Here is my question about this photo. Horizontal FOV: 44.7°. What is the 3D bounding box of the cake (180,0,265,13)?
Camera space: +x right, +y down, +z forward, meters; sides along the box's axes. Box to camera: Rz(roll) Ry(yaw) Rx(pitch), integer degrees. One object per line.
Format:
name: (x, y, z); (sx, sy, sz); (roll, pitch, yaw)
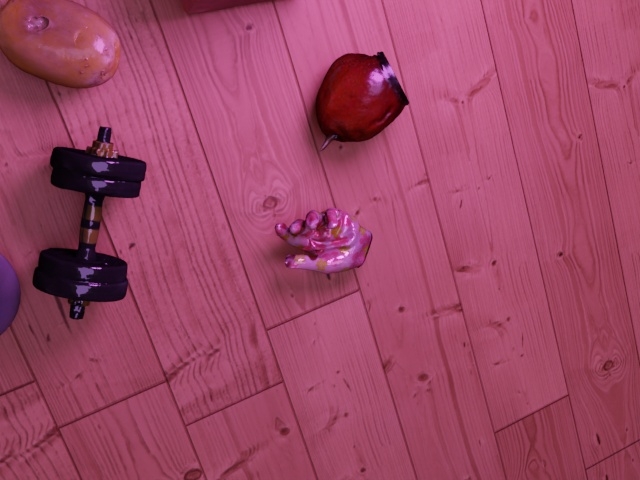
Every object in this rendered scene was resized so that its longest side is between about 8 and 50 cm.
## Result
cake: (-0.158, -0.613, 1.479); (0.314, 0.293, 0.307); (-15, 104, -11)

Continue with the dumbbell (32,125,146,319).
dumbbell: (-0.456, -0.033, 1.541); (0.185, 0.185, 0.388); (8, 97, -22)

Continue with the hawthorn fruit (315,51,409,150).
hawthorn fruit: (0.079, -0.295, 1.700); (0.189, 0.189, 0.251); (30, 103, -23)

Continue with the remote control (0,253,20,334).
remote control: (-0.755, 0.113, 1.498); (0.332, 0.103, 0.221); (-8, 106, -21)

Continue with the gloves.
gloves: (-0.002, -0.007, 1.755); (0.241, 0.126, 0.145); (20, 117, -26)

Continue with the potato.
potato: (-0.499, -0.374, 1.478); (0.234, 0.146, 0.150); (20, 49, -11)
